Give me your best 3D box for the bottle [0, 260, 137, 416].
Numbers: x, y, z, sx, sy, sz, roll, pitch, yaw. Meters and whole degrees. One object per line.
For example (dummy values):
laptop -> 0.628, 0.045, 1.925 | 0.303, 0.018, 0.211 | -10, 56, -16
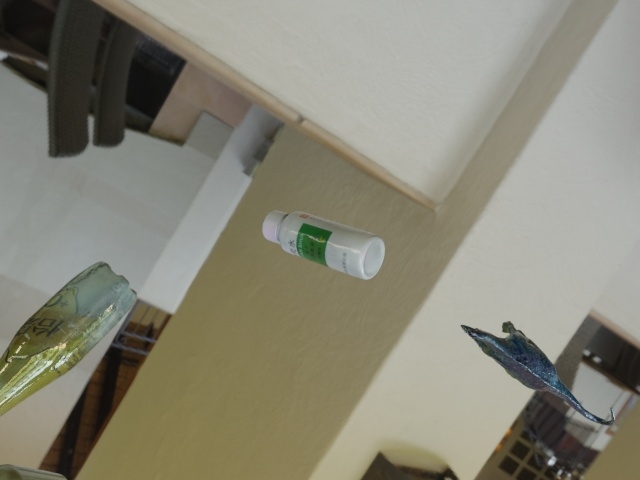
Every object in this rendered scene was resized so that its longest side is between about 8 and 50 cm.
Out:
bottle -> -0.346, 0.140, 0.713 | 0.083, 0.269, 0.083 | 32, 152, 19

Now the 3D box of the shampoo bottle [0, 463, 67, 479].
shampoo bottle -> -0.440, 0.365, 0.833 | 0.079, 0.079, 0.162 | 36, 170, 33

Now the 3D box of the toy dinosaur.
toy dinosaur -> 0.359, 0.216, 1.024 | 0.363, 0.076, 0.147 | 35, -170, -17

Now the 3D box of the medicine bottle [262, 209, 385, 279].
medicine bottle -> 0.000, 0.000, 1.177 | 0.260, 0.095, 0.095 | 20, 179, 34
